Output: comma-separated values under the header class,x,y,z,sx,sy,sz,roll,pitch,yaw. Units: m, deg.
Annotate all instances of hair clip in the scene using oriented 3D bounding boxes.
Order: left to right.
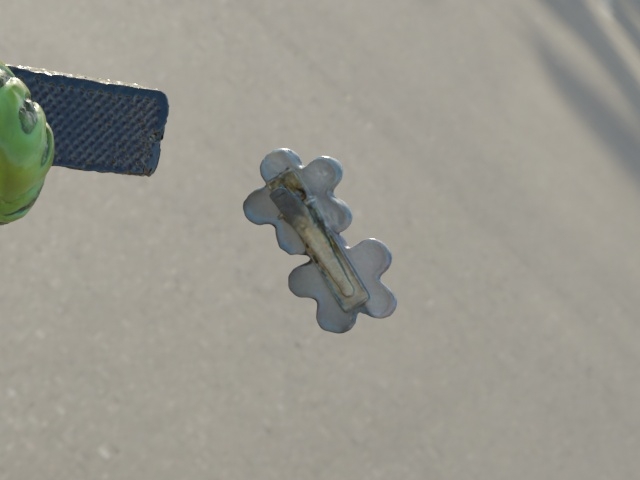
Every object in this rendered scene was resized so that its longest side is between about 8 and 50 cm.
class,x,y,z,sx,sy,sz,roll,pitch,yaw
hair clip,0.001,-0.001,2.097,0.257,0.146,0.075,57,13,-11

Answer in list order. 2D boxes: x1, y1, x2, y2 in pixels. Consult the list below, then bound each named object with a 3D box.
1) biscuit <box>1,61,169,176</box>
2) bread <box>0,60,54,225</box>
class,x,y,z,sx,sy,sz,roll,pitch,yaw
biscuit,-0.337,-0.143,1.827,0.388,0.107,0.073,5,10,-45
bread,-0.240,-0.074,1.171,0.071,0.139,0.130,-33,56,-32
